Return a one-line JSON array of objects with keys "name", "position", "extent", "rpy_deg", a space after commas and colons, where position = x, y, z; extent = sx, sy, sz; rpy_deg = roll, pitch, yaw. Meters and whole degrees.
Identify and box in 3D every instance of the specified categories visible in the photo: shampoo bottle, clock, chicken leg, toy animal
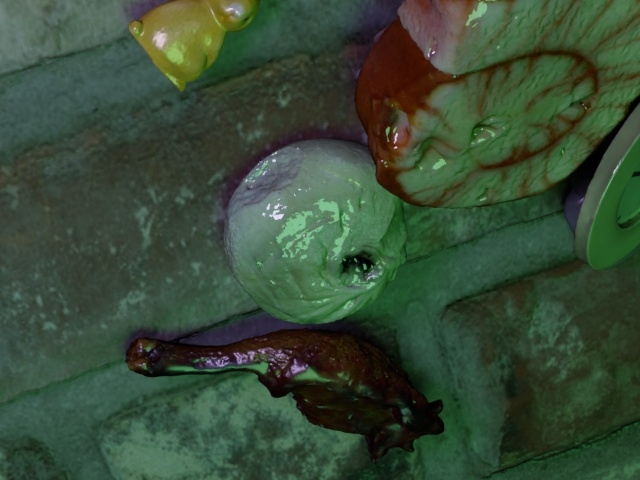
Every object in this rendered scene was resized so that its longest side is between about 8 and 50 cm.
[{"name": "shampoo bottle", "position": [0.314, -0.037, 2.106], "extent": [0.080, 0.040, 0.165], "rpy_deg": [-33, 133, 2]}, {"name": "clock", "position": [0.346, -0.075, 2.009], "extent": [0.235, 0.029, 0.235], "rpy_deg": [-41, 151, -29]}, {"name": "chicken leg", "position": [-0.023, 0.152, 2.115], "extent": [0.407, 0.095, 0.158], "rpy_deg": [16, 140, -28]}, {"name": "toy animal", "position": [-0.099, -0.222, 1.786], "extent": [0.159, 0.070, 0.083], "rpy_deg": [-35, 130, 3]}]

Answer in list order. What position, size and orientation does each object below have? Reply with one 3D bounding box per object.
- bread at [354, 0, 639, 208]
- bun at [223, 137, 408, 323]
[{"name": "bread", "position": [0.191, -0.167, 1.867], "extent": [0.295, 0.114, 0.327], "rpy_deg": [-3, 139, -31]}, {"name": "bun", "position": [-0.001, -0.002, 1.974], "extent": [0.221, 0.108, 0.221], "rpy_deg": [-10, 131, -11]}]
